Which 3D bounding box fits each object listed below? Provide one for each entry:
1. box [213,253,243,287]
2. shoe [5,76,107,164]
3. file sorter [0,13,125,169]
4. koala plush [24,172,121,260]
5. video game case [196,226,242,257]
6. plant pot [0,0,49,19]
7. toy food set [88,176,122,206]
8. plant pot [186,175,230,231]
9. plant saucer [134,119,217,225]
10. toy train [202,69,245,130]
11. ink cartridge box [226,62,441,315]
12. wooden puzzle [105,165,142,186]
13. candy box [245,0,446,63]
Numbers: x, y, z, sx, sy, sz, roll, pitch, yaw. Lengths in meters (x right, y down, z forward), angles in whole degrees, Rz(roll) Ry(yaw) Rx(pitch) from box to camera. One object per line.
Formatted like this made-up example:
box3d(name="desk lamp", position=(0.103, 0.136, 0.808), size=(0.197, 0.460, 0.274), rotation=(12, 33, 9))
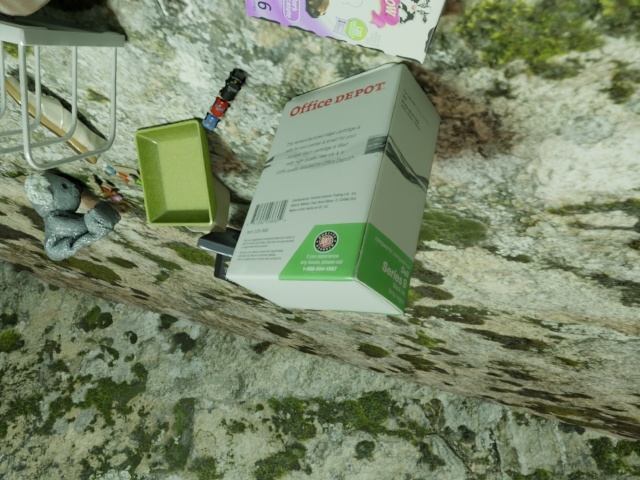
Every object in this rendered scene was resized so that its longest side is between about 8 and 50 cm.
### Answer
box3d(name="box", position=(-0.165, 0.095, 1.405), size=(0.293, 0.074, 0.295), rotation=(22, 158, -8))
box3d(name="shoe", position=(-0.517, -0.242, 0.930), size=(0.076, 0.058, 0.219), rotation=(25, 163, 41))
box3d(name="file sorter", position=(-0.451, -0.225, 0.646), size=(0.277, 0.193, 0.173), rotation=(16, 113, 7))
box3d(name="koala plush", position=(-0.688, -0.081, 1.256), size=(0.221, 0.203, 0.196), rotation=(59, 171, -19))
box3d(name="video game case", position=(-0.158, 0.014, 1.095), size=(0.195, 0.026, 0.274), rotation=(16, -175, -2))
box3d(name="plant pot", position=(-0.353, -0.333, 0.475), size=(0.166, 0.167, 0.165), rotation=(6, 163, 27))
box3d(name="toy food set", position=(-0.563, -0.130, 1.248), size=(0.077, 0.019, 0.122), rotation=(22, 157, -8))
box3d(name="plant pot", position=(-0.260, -0.086, 1.024), size=(0.109, 0.096, 0.109), rotation=(1, 152, 33))
box3d(name="plant saucer", position=(-0.267, -0.123, 0.901), size=(0.188, 0.189, 0.045), rotation=(1, -168, 34))
box3d(name="toy train", position=(-0.154, -0.212, 0.738), size=(0.027, 0.036, 0.158), rotation=(27, 156, -20))
box3d(name="ink cartridge box", position=(0.024, -0.062, 0.625), size=(0.211, 0.290, 0.121), rotation=(-3, 152, 41))
box3d(name="wooden puzzle", position=(-0.450, -0.150, 1.129), size=(0.116, 0.014, 0.079), rotation=(9, 155, 22))
box3d(name="candy box", position=(0.028, -0.268, 0.429), size=(0.196, 0.070, 0.165), rotation=(17, 157, 4))
